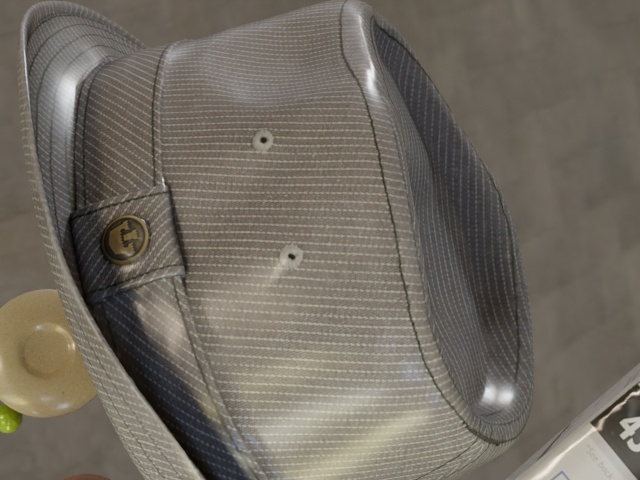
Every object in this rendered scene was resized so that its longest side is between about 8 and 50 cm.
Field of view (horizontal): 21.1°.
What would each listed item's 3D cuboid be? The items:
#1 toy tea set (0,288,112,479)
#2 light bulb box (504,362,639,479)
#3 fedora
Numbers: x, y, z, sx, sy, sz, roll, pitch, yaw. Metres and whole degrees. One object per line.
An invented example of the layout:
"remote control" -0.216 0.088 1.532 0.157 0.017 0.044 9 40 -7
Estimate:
"toy tea set" -0.115 0.078 1.193 0.200 0.124 0.336 41 76 3
"light bulb box" 0.278 0.204 1.276 0.225 0.361 0.358 50 14 9
"fedora" 0.000 0.000 0.674 0.244 0.124 0.275 40 30 -50
